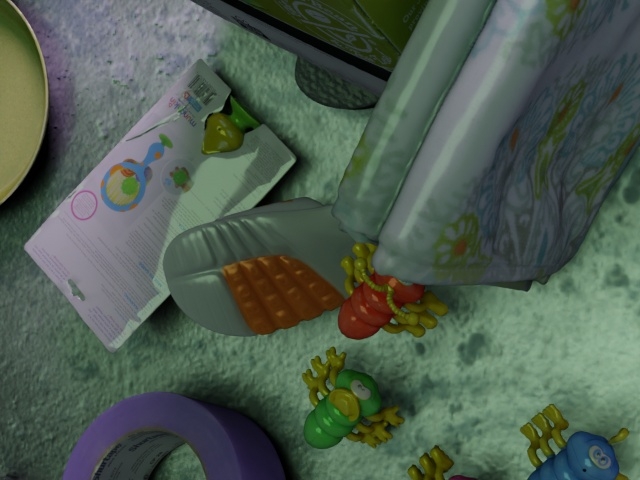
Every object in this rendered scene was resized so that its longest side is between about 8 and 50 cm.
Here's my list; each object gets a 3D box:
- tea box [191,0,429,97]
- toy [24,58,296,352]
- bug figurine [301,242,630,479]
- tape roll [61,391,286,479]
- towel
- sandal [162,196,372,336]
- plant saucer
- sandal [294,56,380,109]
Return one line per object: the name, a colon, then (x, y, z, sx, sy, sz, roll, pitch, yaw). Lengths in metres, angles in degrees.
tea box: (-0.017, -0.275, 0.792, 0.329, 0.323, 0.220, 31, 87, 32)
toy: (-0.137, -0.029, 1.036, 0.237, 0.056, 0.137, -47, 71, 10)
bug figurine: (0.090, 0.138, 0.891, 0.279, 0.072, 0.216, 42, 128, 8)
tape roll: (-0.127, 0.229, 0.993, 0.189, 0.080, 0.189, -8, 72, 27)
towel: (0.174, -0.136, 0.772, 0.090, 0.320, 0.374, 31, 102, 25)
sandal: (0.003, 0.010, 0.977, 0.265, 0.076, 0.102, -12, 102, 1)
plant saucer: (-0.356, -0.134, 1.130, 0.241, 0.037, 0.241, 0, 90, 23)
sandal: (0.086, -0.203, 0.955, 0.254, 0.054, 0.097, -45, 82, 6)
